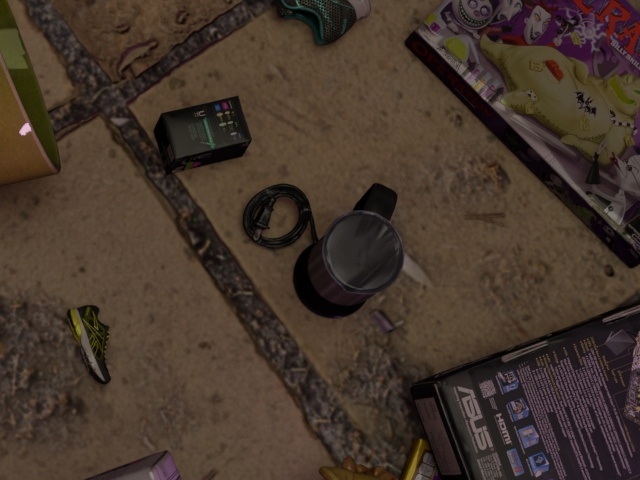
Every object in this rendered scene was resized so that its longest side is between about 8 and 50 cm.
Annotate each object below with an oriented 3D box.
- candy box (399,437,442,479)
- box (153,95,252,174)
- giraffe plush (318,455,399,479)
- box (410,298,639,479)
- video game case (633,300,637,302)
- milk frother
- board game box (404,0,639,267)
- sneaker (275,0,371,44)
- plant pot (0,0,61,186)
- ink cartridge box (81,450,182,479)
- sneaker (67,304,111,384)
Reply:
[{"bbox_3d":[0.108,0.312,1.931,0.105,0.027,0.206,24,73,-9],"label":"candy box"},{"bbox_3d":[-0.120,-0.107,1.952,0.083,0.062,0.052,-15,80,-16],"label":"box"},{"bbox_3d":[0.045,0.297,1.833,0.210,0.181,0.170,-27,70,-20],"label":"giraffe plush"},{"bbox_3d":[0.302,0.275,1.932,0.318,0.097,0.395,-20,88,-17],"label":"box"},{"bbox_3d":[0.317,0.163,2.018,0.143,0.019,0.157,-29,85,-18],"label":"video game case"},{"bbox_3d":[0.000,0.000,1.919,0.143,0.135,0.129,9,75,-11],"label":"milk frother"},{"bbox_3d":[0.283,-0.163,2.071,0.347,0.056,0.208,44,68,-1],"label":"board game box"},{"bbox_3d":[-0.029,-0.270,2.013,0.166,0.065,0.076,39,76,-1],"label":"sneaker"},{"bbox_3d":[-0.429,-0.141,1.802,0.293,0.275,0.275,-20,83,-2],"label":"plant pot"},{"bbox_3d":[-0.221,0.387,1.684,0.330,0.071,0.324,-20,95,15],"label":"ink cartridge box"},{"bbox_3d":[-0.220,0.100,1.897,0.035,0.031,0.083,-21,83,-17],"label":"sneaker"}]
